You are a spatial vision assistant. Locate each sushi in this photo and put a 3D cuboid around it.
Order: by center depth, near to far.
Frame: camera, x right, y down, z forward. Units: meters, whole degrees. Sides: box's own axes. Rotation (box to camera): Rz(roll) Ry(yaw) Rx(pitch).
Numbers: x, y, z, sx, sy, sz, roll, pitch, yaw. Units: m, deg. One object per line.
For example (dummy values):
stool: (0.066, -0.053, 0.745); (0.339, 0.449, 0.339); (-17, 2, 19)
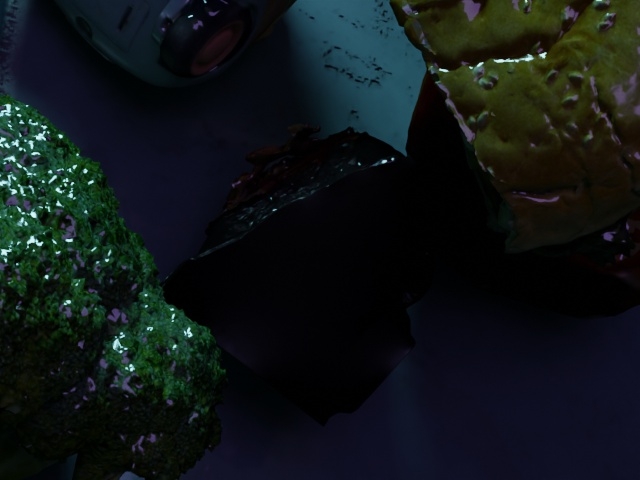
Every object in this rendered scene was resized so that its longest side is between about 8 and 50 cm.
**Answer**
sushi: (0.000, 0.000, 0.950); (0.153, 0.150, 0.172); (40, 96, -14)

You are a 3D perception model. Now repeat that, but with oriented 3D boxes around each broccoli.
broccoli: (-0.217, 0.055, 0.766); (0.304, 0.321, 0.283); (24, 98, -27)

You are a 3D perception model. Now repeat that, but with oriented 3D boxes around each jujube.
jujube: (0.205, -0.137, 1.056); (0.276, 0.276, 0.377); (18, 77, -19)

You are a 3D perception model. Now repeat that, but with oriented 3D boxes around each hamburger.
hamburger: (0.160, -0.144, 0.860); (0.211, 0.132, 0.309); (-21, 78, 8)

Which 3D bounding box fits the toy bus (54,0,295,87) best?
toy bus: (-0.065, -0.261, 0.971); (0.194, 0.288, 0.232); (43, 36, 9)
